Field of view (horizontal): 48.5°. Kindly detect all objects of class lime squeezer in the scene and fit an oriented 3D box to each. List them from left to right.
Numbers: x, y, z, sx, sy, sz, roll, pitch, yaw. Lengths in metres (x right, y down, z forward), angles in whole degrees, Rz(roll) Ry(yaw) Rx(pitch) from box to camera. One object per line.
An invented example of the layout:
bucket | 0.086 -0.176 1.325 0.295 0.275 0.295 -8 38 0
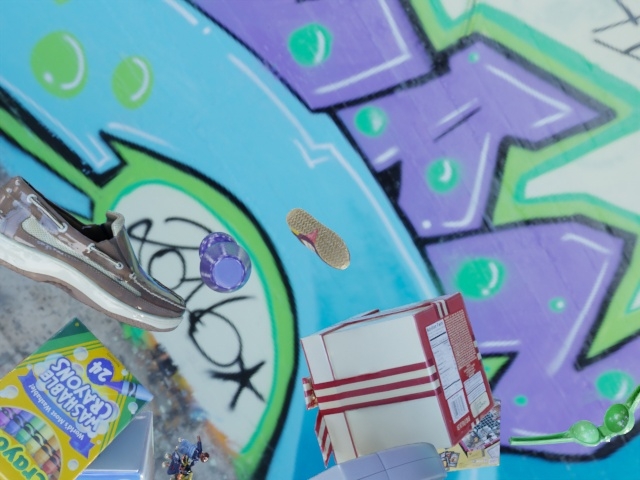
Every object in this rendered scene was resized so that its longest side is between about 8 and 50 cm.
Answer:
lime squeezer | 0.496 0.325 1.277 0.110 0.310 0.058 55 9 -44

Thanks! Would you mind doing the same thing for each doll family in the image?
doll family | -0.350 0.600 1.834 0.076 0.111 0.192 7 92 -45

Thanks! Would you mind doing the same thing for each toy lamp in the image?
toy lamp | -0.152 0.033 1.118 0.080 0.080 0.275 56 -5 -9

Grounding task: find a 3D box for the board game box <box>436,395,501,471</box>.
board game box | 0.307 0.462 1.686 0.042 0.243 0.165 -153 -118 -74

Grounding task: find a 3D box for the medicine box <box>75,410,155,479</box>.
medicine box | -0.460 0.469 1.370 0.149 0.264 0.289 -97 -168 -52

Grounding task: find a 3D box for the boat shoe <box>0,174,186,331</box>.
boat shoe | -0.233 0.017 0.758 0.257 0.095 0.095 34 1 -43

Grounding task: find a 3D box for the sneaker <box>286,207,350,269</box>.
sneaker | 0.000 0.000 1.642 0.185 0.069 0.084 45 -6 15

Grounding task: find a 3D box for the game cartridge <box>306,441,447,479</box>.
game cartridge | 0.045 0.322 0.906 0.297 0.198 0.062 20 45 -59

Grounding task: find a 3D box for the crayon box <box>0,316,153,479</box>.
crayon box | -0.466 0.309 1.191 0.203 0.083 0.323 47 49 -5

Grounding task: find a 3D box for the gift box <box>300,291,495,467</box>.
gift box | 0.125 0.256 1.238 0.255 0.258 0.276 -3 79 -57
